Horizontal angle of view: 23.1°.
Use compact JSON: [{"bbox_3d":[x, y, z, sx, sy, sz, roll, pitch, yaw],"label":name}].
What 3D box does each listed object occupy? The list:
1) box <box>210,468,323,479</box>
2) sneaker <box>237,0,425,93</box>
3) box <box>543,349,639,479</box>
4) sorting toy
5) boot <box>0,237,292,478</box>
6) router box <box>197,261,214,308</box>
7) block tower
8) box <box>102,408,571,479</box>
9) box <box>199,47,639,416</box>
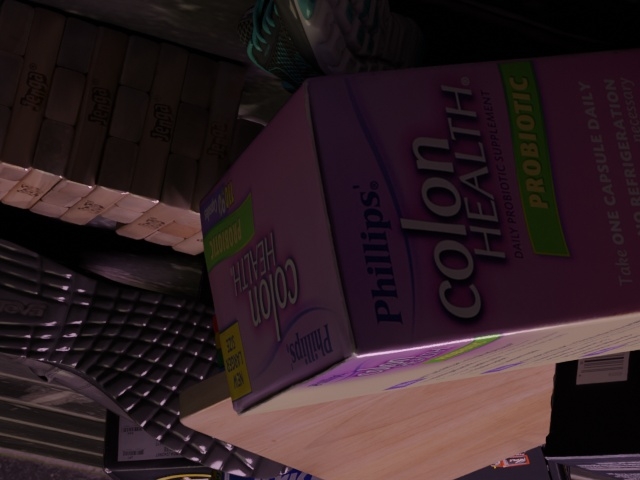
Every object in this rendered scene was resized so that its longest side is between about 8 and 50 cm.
[{"bbox_3d":[-0.007,0.219,1.322,0.169,0.059,0.054,6,154,-12],"label":"box"},{"bbox_3d":[-0.007,-0.096,0.708,0.076,0.065,0.166,9,164,18],"label":"sneaker"},{"bbox_3d":[0.241,0.083,1.032,0.158,0.156,0.093,20,161,-34],"label":"box"},{"bbox_3d":[0.071,0.088,1.169,0.257,0.089,0.255,-27,143,30],"label":"sorting toy"},{"bbox_3d":[-0.170,0.083,1.321,0.338,0.118,0.223,30,173,-8],"label":"boot"},{"bbox_3d":[-0.018,0.068,1.351,0.179,0.046,0.133,10,165,-3],"label":"router box"},{"bbox_3d":[-0.201,-0.080,0.824,0.336,0.091,0.097,16,163,-20],"label":"block tower"},{"bbox_3d":[0.031,0.207,1.478,0.395,0.097,0.318,-5,157,10],"label":"box"},{"bbox_3d":[0.087,-0.003,0.745,0.243,0.117,0.213,-8,170,-17],"label":"box"}]
